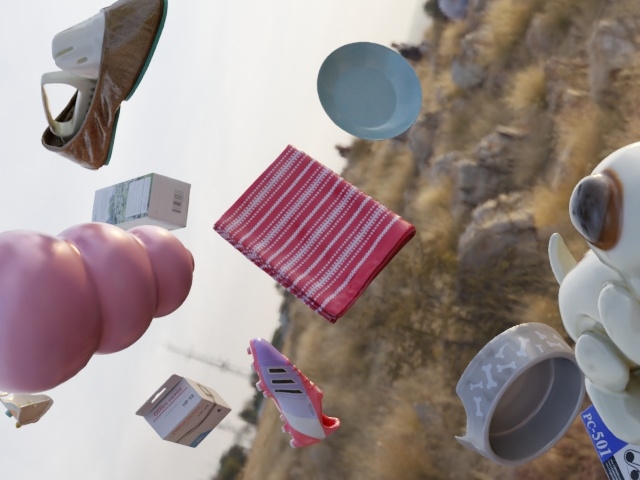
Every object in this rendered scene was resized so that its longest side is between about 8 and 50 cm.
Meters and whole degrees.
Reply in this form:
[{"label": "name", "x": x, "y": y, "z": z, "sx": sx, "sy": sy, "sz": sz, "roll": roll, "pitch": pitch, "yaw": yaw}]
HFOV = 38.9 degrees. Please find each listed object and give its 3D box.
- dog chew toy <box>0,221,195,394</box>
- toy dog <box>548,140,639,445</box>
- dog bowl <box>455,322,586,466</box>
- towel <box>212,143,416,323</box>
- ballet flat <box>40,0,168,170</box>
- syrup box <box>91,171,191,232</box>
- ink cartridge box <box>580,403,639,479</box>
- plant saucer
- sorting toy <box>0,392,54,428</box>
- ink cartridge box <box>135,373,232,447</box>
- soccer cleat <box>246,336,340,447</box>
[{"label": "dog chew toy", "x": -0.309, "y": 0.069, "z": 1.185, "sx": 0.331, "sy": 0.206, "sz": 0.207, "roll": -18, "pitch": -43, "yaw": -40}, {"label": "toy dog", "x": 0.505, "y": 0.031, "z": 1.363, "sx": 0.408, "sy": 0.284, "sz": 0.395, "roll": 76, "pitch": 170, "yaw": -45}, {"label": "dog bowl", "x": 0.465, "y": 0.364, "z": 2.077, "sx": 0.102, "sy": 0.348, "sz": 0.349, "roll": 38, "pitch": 116, "yaw": 50}, {"label": "towel", "x": -0.013, "y": -0.018, "z": 1.399, "sx": 0.199, "sy": 0.275, "sz": 0.031, "roll": -47, "pitch": -27, "yaw": -13}, {"label": "ballet flat", "x": -0.313, "y": -0.221, "z": 1.234, "sx": 0.342, "sy": 0.124, "sz": 0.116, "roll": -50, "pitch": 40, "yaw": 48}, {"label": "syrup box", "x": -0.373, "y": -0.066, "z": 1.861, "sx": 0.236, "sy": 0.096, "sz": 0.093, "roll": -11, "pitch": 70, "yaw": 48}, {"label": "ink cartridge box", "x": 0.502, "y": 0.345, "z": 1.454, "sx": 0.097, "sy": 0.046, "sz": 0.207, "roll": -53, "pitch": 38, "yaw": 37}, {"label": "plant saucer", "x": 0.084, "y": -0.261, "z": 1.617, "sx": 0.037, "sy": 0.195, "sz": 0.195, "roll": 127, "pitch": 163, "yaw": -69}, {"label": "sorting toy", "x": -0.503, "y": 0.270, "z": 1.507, "sx": 0.045, "sy": 0.075, "sz": 0.083, "roll": -61, "pitch": -20, "yaw": 12}, {"label": "ink cartridge box", "x": -0.244, "y": 0.309, "z": 1.630, "sx": 0.104, "sy": 0.060, "sz": 0.180, "roll": -46, "pitch": -25, "yaw": -2}, {"label": "soccer cleat", "x": -0.047, "y": 0.248, "z": 1.527, "sx": 0.083, "sy": 0.095, "sz": 0.248, "roll": -112, "pitch": -1, "yaw": -60}]
